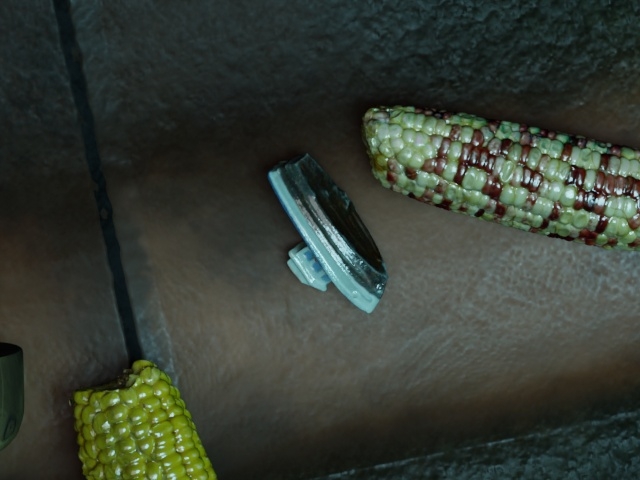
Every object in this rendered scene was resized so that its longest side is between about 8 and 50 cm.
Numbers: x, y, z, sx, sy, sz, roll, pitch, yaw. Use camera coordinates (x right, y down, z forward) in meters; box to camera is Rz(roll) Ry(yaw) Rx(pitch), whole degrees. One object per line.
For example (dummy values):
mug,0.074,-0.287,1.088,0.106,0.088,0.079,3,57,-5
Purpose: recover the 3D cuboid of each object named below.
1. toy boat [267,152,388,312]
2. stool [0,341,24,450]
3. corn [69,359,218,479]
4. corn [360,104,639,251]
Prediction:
toy boat,0.000,0.000,1.382,0.066,0.059,0.140,-36,91,31
stool,-0.314,0.216,1.332,0.179,0.179,0.264,-1,93,0
corn,-0.110,0.250,1.371,0.115,0.115,0.318,-18,93,1
corn,0.152,-0.051,1.361,0.253,0.086,0.086,12,93,0
